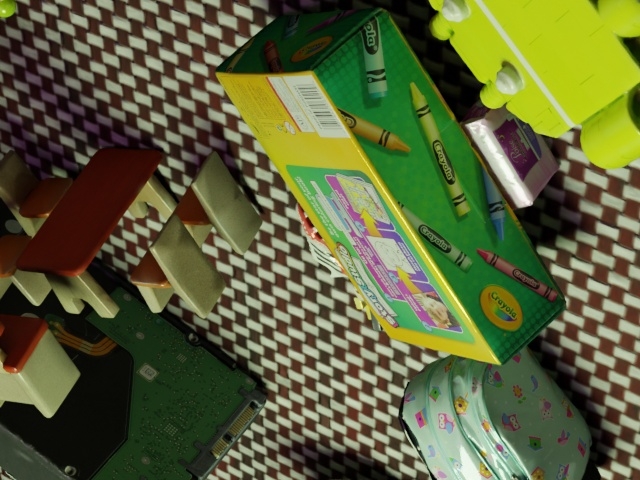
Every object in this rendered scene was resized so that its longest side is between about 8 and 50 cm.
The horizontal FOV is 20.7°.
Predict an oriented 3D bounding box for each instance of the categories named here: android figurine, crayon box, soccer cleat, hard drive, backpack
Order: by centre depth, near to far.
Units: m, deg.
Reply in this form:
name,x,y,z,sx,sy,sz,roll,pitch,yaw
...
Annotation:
name,x,y,z,sx,sy,sz,roll,pitch,yaw
android figurine,0.140,-0.158,1.142,0.248,0.056,0.273,54,161,-1
crayon box,0.052,-0.041,1.338,0.278,0.081,0.165,56,160,-20
backpack,0.153,0.169,1.471,0.115,0.152,0.182,-28,105,34
soccer cleat,0.000,0.000,1.508,0.035,0.029,0.083,-18,119,44
hard drive,-0.243,0.125,1.664,0.339,0.237,0.064,35,132,5

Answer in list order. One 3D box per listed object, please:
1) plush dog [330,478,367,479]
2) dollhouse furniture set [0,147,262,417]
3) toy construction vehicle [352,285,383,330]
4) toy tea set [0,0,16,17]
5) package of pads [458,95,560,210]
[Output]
name,x,y,z,sx,sy,sz,roll,pitch,yaw
plush dog,0.038,0.336,1.726,0.262,0.211,0.225,-2,116,7
dollhouse furniture set,-0.227,0.013,1.526,0.262,0.259,0.135,3,139,37
toy construction vehicle,0.070,0.052,1.494,0.085,0.035,0.098,10,133,34
toy tea set,-0.335,-0.271,1.419,0.200,0.124,0.336,20,140,41
package of pads,0.140,-0.069,1.300,0.032,0.050,0.083,-10,121,45
